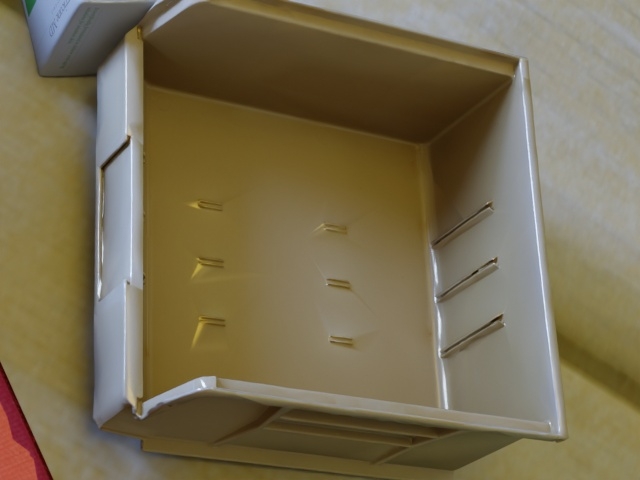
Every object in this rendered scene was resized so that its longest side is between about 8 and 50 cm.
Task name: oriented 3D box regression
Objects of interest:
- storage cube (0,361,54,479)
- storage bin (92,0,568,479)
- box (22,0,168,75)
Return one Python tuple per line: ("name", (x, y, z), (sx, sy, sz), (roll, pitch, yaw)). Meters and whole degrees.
("storage cube", (-0.249, 0.110, 0.842), (0.184, 0.215, 0.193), (-21, 77, -22))
("storage bin", (0.000, 0.000, 1.074), (0.260, 0.123, 0.262), (11, 63, -27))
("box", (-0.129, -0.166, 1.111), (0.102, 0.101, 0.087), (-7, 70, -28))
